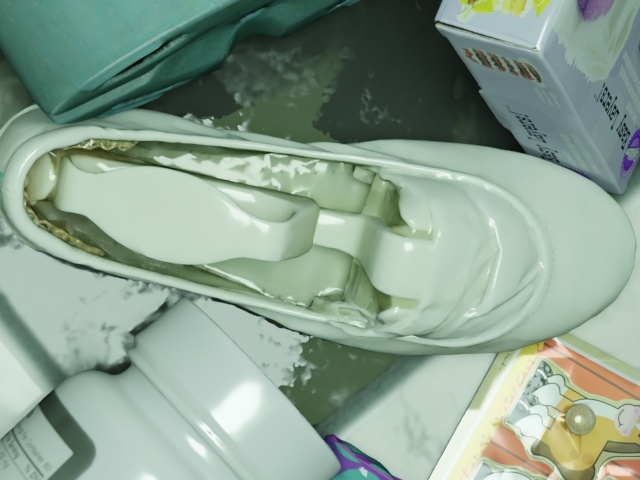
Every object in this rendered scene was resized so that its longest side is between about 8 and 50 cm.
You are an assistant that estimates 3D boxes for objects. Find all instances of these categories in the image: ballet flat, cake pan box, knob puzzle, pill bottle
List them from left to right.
[{"bbox_3d":[-0.133,0.178,0.809,0.283,0.161,0.161,-43,94,-8],"label":"pill bottle"},{"bbox_3d":[0.000,0.000,0.843,0.400,0.139,0.139,10,86,-6],"label":"ballet flat"},{"bbox_3d":[0.172,0.165,0.907,0.213,0.030,0.213,0,83,-1],"label":"knob puzzle"},{"bbox_3d":[0.171,-0.175,0.834,0.070,0.267,0.246,23,83,25],"label":"cake pan box"}]

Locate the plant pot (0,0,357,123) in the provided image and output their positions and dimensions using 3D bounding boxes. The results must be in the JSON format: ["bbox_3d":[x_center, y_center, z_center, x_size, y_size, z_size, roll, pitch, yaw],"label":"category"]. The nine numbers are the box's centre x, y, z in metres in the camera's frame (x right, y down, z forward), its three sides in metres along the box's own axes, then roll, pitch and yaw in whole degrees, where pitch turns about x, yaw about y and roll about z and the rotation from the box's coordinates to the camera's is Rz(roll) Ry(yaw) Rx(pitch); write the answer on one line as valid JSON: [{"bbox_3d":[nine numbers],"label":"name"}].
[{"bbox_3d":[-0.102,-0.260,0.742,0.341,0.341,0.334,-26,92,-9],"label":"plant pot"}]

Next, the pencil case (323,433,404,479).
[{"bbox_3d":[-0.010,0.195,0.876,0.152,0.064,0.070,-55,134,-8],"label":"pencil case"}]
